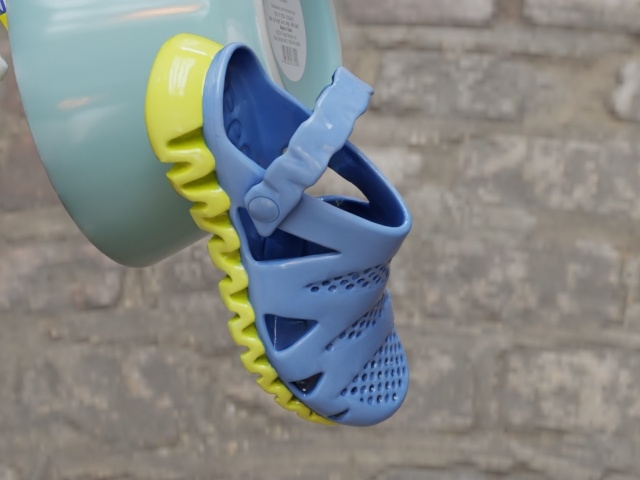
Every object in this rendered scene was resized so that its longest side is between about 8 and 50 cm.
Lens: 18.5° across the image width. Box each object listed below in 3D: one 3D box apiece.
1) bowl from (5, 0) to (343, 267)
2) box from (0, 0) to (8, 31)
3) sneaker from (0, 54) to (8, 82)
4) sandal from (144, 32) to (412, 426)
[{"bbox_3d":[-0.086,-0.144,1.448,0.163,0.311,0.312,-9,44,18],"label":"bowl"},{"bbox_3d":[-0.220,-0.166,1.663,0.059,0.054,0.169,-33,87,6],"label":"box"},{"bbox_3d":[-0.304,-0.063,1.367,0.129,0.297,0.111,-31,95,-33],"label":"sneaker"},{"bbox_3d":[0.000,0.000,1.308,0.138,0.317,0.126,-6,38,27],"label":"sandal"}]
